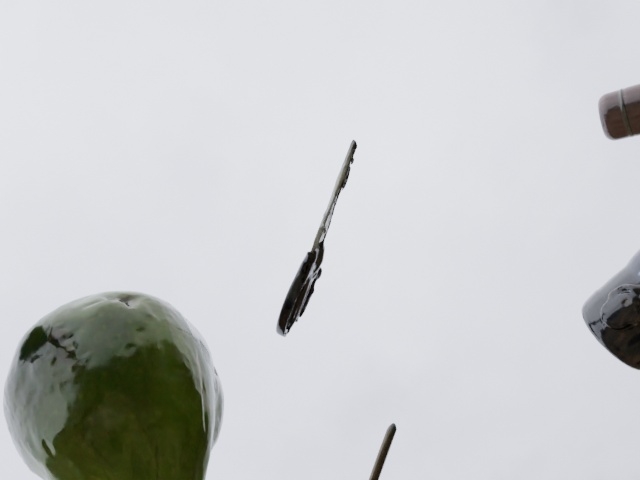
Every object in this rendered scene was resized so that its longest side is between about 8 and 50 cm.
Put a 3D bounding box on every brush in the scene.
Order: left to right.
[{"bbox_3d":[0.066,0.344,1.058,0.070,0.021,0.196,67,-138,-69],"label":"brush"}]

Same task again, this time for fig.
[{"bbox_3d":[-0.167,0.179,0.694,0.206,0.275,0.206,-15,-46,-17],"label":"fig"}]

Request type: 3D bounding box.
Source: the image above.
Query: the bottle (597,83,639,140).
[{"bbox_3d":[0.356,-0.141,0.777,0.053,0.140,0.053,29,-125,-53],"label":"bottle"}]

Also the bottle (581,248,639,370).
[{"bbox_3d":[0.283,-0.010,0.501,0.244,0.072,0.082,-45,-35,19],"label":"bottle"}]

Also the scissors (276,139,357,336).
[{"bbox_3d":[0.000,0.000,0.999,0.109,0.022,0.300,-50,-16,-56],"label":"scissors"}]
